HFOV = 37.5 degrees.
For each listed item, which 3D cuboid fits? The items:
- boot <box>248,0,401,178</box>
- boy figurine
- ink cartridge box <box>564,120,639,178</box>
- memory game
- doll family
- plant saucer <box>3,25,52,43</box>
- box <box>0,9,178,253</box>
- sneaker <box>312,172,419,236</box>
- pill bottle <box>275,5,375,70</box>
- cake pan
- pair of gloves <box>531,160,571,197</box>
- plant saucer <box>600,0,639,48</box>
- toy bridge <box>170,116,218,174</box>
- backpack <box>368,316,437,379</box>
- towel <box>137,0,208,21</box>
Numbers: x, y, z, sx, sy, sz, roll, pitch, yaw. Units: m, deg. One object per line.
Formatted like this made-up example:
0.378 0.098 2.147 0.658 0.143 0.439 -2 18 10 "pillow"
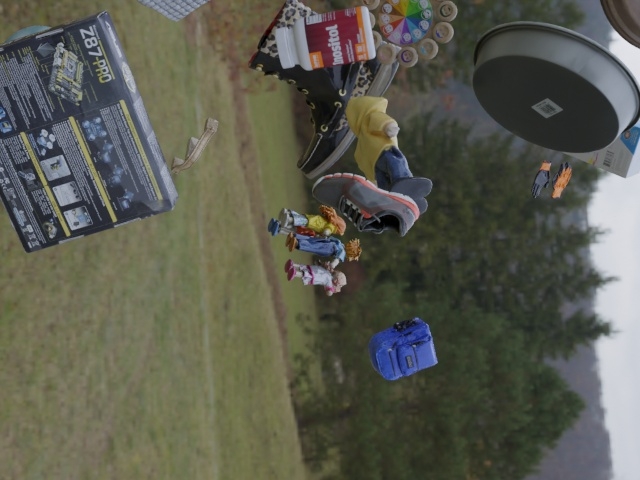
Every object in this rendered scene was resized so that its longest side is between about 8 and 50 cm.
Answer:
-0.028 -0.336 2.086 0.377 0.284 0.138 -53 -163 36 "boot"
0.117 -0.164 1.769 0.177 0.092 0.285 95 -17 -45 "boy figurine"
0.540 -0.205 1.829 0.061 0.181 0.104 -20 130 -44 "ink cartridge box"
0.149 -0.398 1.666 0.012 0.186 0.186 2 84 -72 "memory game"
0.000 0.000 2.057 0.118 0.163 0.263 -65 -152 29 "doll family"
-0.602 -0.363 2.034 0.037 0.195 0.195 -122 -156 -72 "plant saucer"
-0.491 -0.202 1.810 0.097 0.318 0.395 -88 160 -68 "box"
0.058 -0.047 1.332 0.061 0.158 0.065 91 19 -47 "sneaker"
0.008 -0.321 1.514 0.086 0.152 0.086 -10 90 -84 "pill bottle"
0.376 -0.239 1.543 0.054 0.293 0.293 -61 159 -19 "cake pan"
0.426 -0.111 1.736 0.010 0.083 0.074 48 -50 48 "pair of gloves"
0.605 -0.455 1.596 0.041 0.278 0.278 -126 -151 -74 "plant saucer"
-0.281 -0.197 2.073 0.188 0.026 0.063 -40 -145 45 "toy bridge"
0.156 0.212 1.813 0.101 0.120 0.098 -146 -140 -74 "backpack"
-0.328 -0.618 2.051 0.283 0.235 0.121 22 49 -57 "towel"
